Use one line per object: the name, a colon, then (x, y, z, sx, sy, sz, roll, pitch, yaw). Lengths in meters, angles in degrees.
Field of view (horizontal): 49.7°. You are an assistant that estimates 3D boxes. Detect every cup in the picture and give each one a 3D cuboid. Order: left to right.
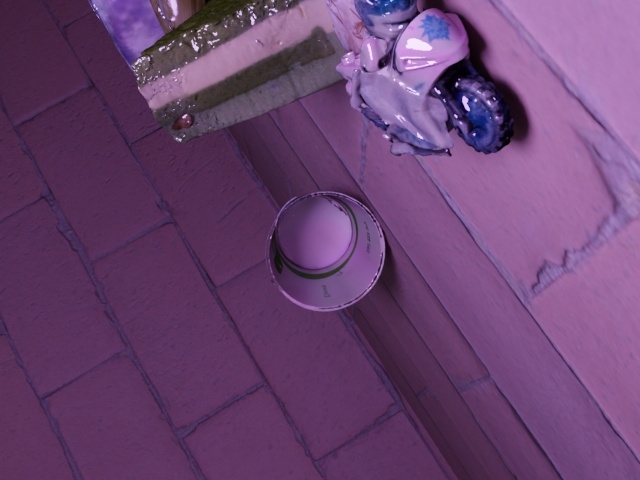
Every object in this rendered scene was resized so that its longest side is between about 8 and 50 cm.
cup: (0.000, 0.000, 1.538, 0.253, 0.253, 0.274, 60, -179, -13)

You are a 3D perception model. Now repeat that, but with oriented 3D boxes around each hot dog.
hot dog: (0.041, -0.264, 0.766, 0.108, 0.059, 0.191, 58, 176, 24)

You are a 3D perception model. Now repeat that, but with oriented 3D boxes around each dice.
dice: (-0.318, -0.497, 1.380, 0.270, 0.271, 0.270, 53, 171, 39)

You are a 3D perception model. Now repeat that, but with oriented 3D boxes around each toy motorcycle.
toy motorcycle: (0.078, -0.185, 0.682, 0.239, 0.108, 0.204, 6, 137, 49)

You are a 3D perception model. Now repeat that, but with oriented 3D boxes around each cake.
cake: (-0.079, -0.239, 0.886, 0.172, 0.283, 0.158, 25, 150, 47)

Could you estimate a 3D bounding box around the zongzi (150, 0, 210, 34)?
zongzi: (-0.205, -0.468, 1.103, 0.242, 0.112, 0.221, -20, 93, 44)
